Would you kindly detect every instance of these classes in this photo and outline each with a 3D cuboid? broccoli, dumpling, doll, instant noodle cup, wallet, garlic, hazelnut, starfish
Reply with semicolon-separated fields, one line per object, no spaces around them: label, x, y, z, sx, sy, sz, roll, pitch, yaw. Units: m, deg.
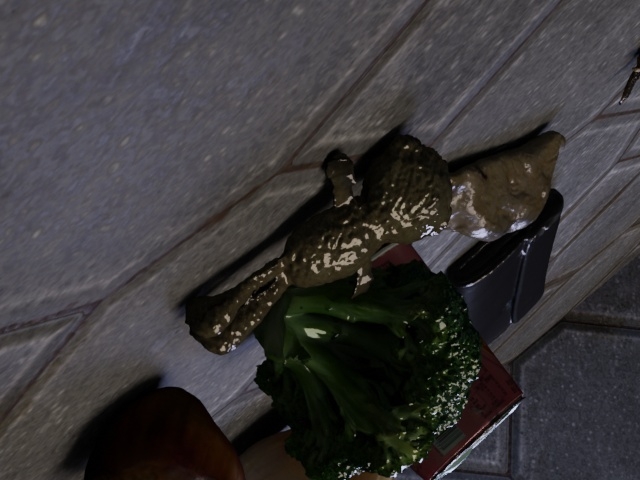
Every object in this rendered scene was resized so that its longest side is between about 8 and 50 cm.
broccoli;0.045;0.132;1.576;0.294;0.245;0.265;-51;-153;44
dumpling;0.202;-0.042;1.791;0.332;0.086;0.166;-18;150;-50
doll;0.008;0.011;1.407;0.203;0.091;0.286;33;94;-42
instant noodle cup;0.110;0.160;1.795;0.244;0.255;0.244;-41;168;-10
wallet;0.299;0.071;2.386;0.228;0.062;0.406;-37;161;-11
garlic;-0.011;0.327;2.150;0.313;0.286;0.249;-47;122;-3
hazelnut;-0.161;0.247;1.523;0.178;0.178;0.204;-36;135;-21
starfish;0.447;-0.235;1.942;0.133;0.041;0.130;-36;158;1
